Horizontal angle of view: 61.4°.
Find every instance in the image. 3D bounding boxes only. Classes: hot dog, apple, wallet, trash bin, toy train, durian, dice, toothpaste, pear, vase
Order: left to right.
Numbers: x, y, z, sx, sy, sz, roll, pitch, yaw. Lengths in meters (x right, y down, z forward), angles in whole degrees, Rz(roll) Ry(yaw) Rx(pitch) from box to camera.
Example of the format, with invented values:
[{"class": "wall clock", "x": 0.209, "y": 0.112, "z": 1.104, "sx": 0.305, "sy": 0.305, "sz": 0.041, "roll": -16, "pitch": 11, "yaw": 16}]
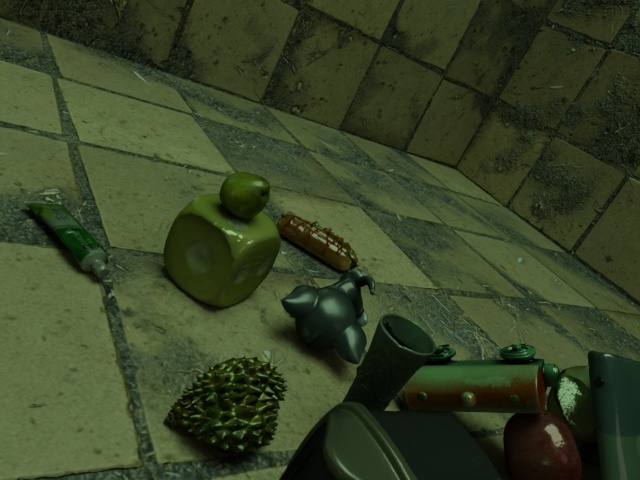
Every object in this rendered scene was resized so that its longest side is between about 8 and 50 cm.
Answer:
[{"class": "toothpaste", "x": -0.462, "y": -0.010, "z": 0.999, "sx": 0.248, "sy": 0.046, "sz": 0.078, "roll": 38, "pitch": 23, "yaw": 30}, {"class": "dice", "x": -0.193, "y": 0.016, "z": 1.077, "sx": 0.166, "sy": 0.169, "sz": 0.169, "roll": 36, "pitch": 24, "yaw": 17}, {"class": "pear", "x": -0.140, "y": -0.086, "z": 1.016, "sx": 0.092, "sy": 0.097, "sz": 0.092, "roll": 38, "pitch": 38, "yaw": -37}, {"class": "durian", "x": -0.104, "y": 0.239, "z": 0.762, "sx": 0.187, "sy": 0.119, "sz": 0.108, "roll": 10, "pitch": 24, "yaw": -39}, {"class": "hot dog", "x": 0.000, "y": 0.000, "z": 1.456, "sx": 0.250, "sy": 0.076, "sz": 0.104, "roll": 30, "pitch": 22, "yaw": 12}, {"class": "vase", "x": 0.089, "y": 0.230, "z": 0.863, "sx": 0.096, "sy": 0.219, "sz": 0.096, "roll": 22, "pitch": 23, "yaw": -10}, {"class": "trash bin", "x": 0.075, "y": 0.321, "z": 0.680, "sx": 0.290, "sy": 0.209, "sz": 0.182, "roll": 14, "pitch": 24, "yaw": -42}, {"class": "toy train", "x": 0.295, "y": 0.269, "z": 1.017, "sx": 0.286, "sy": 0.116, "sz": 0.177, "roll": -7, "pitch": 6, "yaw": 28}, {"class": "apple", "x": 0.395, "y": 0.383, "z": 0.977, "sx": 0.120, "sy": 0.153, "sz": 0.153, "roll": -12, "pitch": 21, "yaw": 9}, {"class": "apple", "x": 0.583, "y": 0.381, "z": 1.159, "sx": 0.207, "sy": 0.174, "sz": 0.188, "roll": 42, "pitch": 56, "yaw": 2}, {"class": "wallet", "x": 0.621, "y": 0.405, "z": 1.030, "sx": 0.252, "sy": 0.083, "sz": 0.360, "roll": 15, "pitch": 67, "yaw": -26}]

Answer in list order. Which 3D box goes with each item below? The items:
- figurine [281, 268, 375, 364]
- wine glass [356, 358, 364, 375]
[{"class": "figurine", "x": 0.047, "y": 0.146, "z": 1.116, "sx": 0.193, "sy": 0.140, "sz": 0.265, "roll": 49, "pitch": 50, "yaw": 6}, {"class": "wine glass", "x": 0.139, "y": 0.246, "z": 1.082, "sx": 0.072, "sy": 0.072, "sz": 0.155, "roll": 37, "pitch": 24, "yaw": 22}]
